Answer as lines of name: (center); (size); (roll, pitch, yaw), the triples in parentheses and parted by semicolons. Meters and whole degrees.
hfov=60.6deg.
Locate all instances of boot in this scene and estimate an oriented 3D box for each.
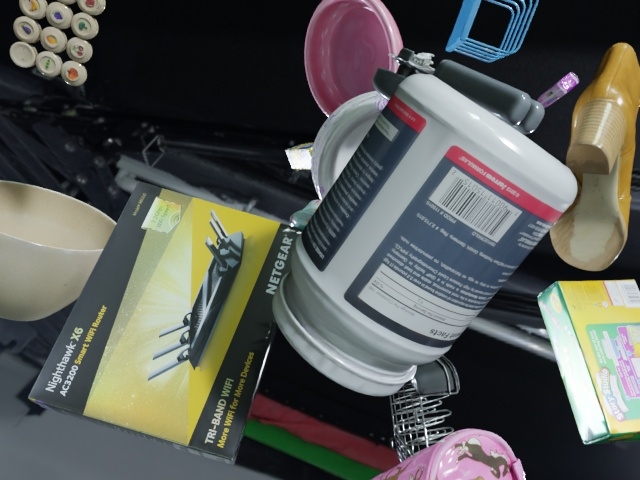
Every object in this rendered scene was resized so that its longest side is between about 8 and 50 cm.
boot: (0.418, -0.112, 0.800); (0.104, 0.211, 0.295); (15, -32, 33)

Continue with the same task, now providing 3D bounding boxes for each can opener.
can opener: (0.192, -0.215, 0.799); (0.074, 0.280, 0.093); (10, -70, -42)

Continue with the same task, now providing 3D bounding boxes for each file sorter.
file sorter: (0.308, -0.397, 0.994); (0.104, 0.170, 0.118); (19, -76, 1)

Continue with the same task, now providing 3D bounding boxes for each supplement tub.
supplement tub: (0.091, -0.003, 0.542); (0.191, 0.191, 0.272); (32, -71, -8)

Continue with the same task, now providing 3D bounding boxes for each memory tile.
memory tile: (-0.388, -0.312, 0.803); (0.113, 0.012, 0.148); (20, -67, -12)

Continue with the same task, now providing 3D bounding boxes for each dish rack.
dish rack: (0.173, 0.311, 0.950); (0.074, 0.208, 0.272); (-10, -79, -9)

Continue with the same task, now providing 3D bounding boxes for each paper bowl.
paper bowl: (0.122, -0.151, 1.084); (0.284, 0.148, 0.284); (-4, -67, -9)

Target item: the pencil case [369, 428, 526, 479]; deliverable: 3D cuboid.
pencil case: (0.132, 0.404, 0.792); (0.167, 0.160, 0.386); (38, -44, 2)

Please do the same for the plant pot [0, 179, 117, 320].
plant pot: (-0.537, 0.034, 1.010); (0.284, 0.284, 0.191); (25, -76, 0)

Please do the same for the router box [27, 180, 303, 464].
router box: (-0.177, 0.096, 0.708); (0.242, 0.309, 0.081); (16, -28, 0)

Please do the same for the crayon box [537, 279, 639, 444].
crayon box: (0.520, 0.210, 0.983); (0.165, 0.278, 0.081); (0, -30, -11)

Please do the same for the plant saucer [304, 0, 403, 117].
plant saucer: (0.091, -0.456, 1.383); (0.332, 0.084, 0.332); (26, -55, 44)

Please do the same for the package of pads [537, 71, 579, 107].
package of pads: (0.512, -0.324, 1.181); (0.032, 0.050, 0.083); (50, -13, 2)

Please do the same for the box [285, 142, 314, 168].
box: (-0.032, -0.223, 1.442); (0.169, 0.054, 0.059); (17, -50, 65)

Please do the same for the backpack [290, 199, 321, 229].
backpack: (0.000, 0.000, 1.829); (0.225, 0.191, 0.254); (23, -51, 35)
